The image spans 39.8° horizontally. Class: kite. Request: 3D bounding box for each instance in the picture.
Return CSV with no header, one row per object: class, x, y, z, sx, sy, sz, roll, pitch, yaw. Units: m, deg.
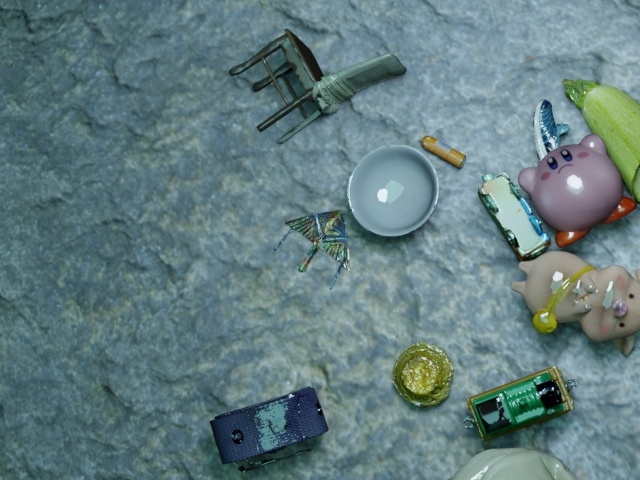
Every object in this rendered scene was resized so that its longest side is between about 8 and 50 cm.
kite,0.000,0.000,1.872,0.183,0.010,0.160,35,93,19

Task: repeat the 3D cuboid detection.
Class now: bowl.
bowl,0.156,-0.093,1.799,0.189,0.086,0.189,-3,80,18

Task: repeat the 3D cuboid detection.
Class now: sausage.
sausage,0.249,-0.186,1.813,0.107,0.031,0.031,33,92,20

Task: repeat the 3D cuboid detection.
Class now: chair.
chair,-0.003,-0.355,1.852,0.319,0.160,0.186,-30,76,13

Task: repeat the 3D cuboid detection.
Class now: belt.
belt,-0.101,0.384,1.783,0.230,0.139,0.126,-21,82,11

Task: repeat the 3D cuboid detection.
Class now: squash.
squash,0.575,-0.223,1.671,0.137,0.137,0.287,-33,71,10

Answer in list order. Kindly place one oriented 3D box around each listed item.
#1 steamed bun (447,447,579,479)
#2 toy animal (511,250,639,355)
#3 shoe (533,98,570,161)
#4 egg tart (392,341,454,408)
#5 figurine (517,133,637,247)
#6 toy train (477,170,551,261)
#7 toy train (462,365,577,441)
steamed bun,0.349,0.562,1.551,0.342,0.255,0.368,-42,74,5
toy animal,0.481,0.105,1.640,0.248,0.149,0.165,20,104,12
shoe,0.455,-0.210,1.736,0.071,0.064,0.143,-11,81,16
egg tart,0.203,0.264,1.747,0.130,0.052,0.130,-4,78,18
figurine,0.478,-0.098,1.654,0.173,0.173,0.173,-3,81,17
toy train,0.375,-0.049,1.718,0.072,0.099,0.188,-32,73,7
toy train,0.368,0.307,1.645,0.227,0.136,0.091,-23,76,15
